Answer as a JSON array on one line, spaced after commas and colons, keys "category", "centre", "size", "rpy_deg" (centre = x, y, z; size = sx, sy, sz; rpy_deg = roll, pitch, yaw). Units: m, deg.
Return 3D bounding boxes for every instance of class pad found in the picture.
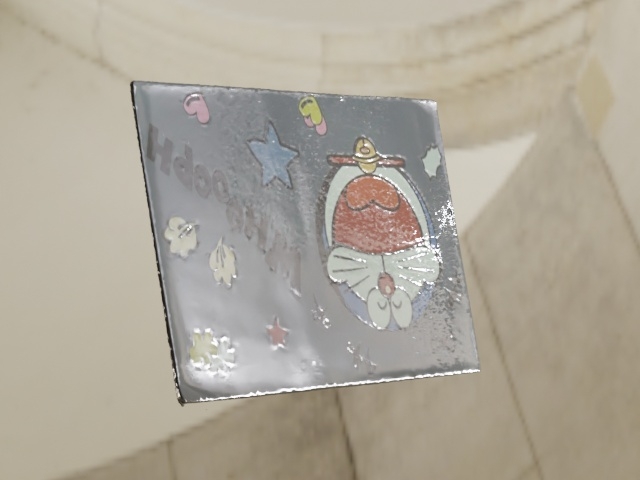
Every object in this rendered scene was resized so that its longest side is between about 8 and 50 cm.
[{"category": "pad", "centre": [0.000, 0.000, 1.001], "size": [0.006, 0.170, 0.245], "rpy_deg": [-14, 171, 41]}]
